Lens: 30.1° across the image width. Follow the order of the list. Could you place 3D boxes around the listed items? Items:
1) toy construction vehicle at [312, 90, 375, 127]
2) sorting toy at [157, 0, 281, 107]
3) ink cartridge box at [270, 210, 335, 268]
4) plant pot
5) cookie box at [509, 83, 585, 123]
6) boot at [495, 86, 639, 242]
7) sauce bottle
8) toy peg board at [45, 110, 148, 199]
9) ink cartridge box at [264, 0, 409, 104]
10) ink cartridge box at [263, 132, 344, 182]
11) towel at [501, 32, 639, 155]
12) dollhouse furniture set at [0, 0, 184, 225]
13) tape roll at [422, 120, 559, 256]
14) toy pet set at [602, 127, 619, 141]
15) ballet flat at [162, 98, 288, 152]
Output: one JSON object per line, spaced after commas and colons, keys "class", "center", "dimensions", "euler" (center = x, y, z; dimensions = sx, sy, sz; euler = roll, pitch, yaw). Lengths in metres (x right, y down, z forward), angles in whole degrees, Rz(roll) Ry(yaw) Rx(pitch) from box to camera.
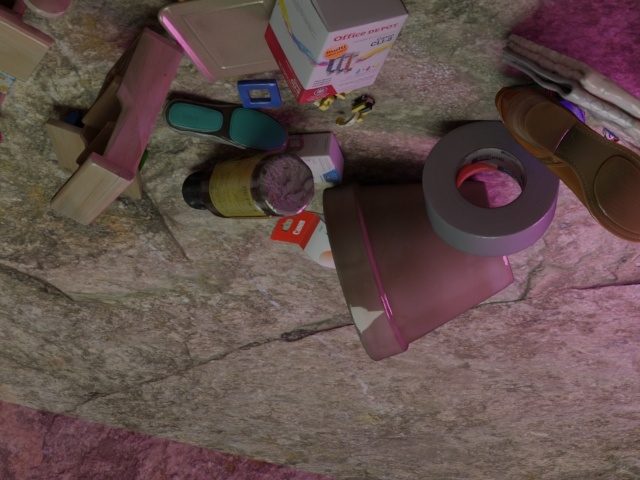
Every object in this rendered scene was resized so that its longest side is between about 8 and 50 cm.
{"class": "toy construction vehicle", "center": [0.038, -0.221, 1.917], "dimensions": [0.086, 0.035, 0.098], "euler": [28, 146, -34]}
{"class": "sorting toy", "center": [-0.116, -0.317, 1.763], "dimensions": [0.196, 0.047, 0.348], "euler": [-9, 149, 20]}
{"class": "ink cartridge box", "center": [0.000, 0.000, 2.338], "dimensions": [0.179, 0.045, 0.145], "euler": [10, 152, -11]}
{"class": "plant pot", "center": [0.182, 0.021, 2.108], "dimensions": [0.280, 0.323, 0.323], "euler": [-18, 148, 9]}
{"class": "cookie box", "center": [0.356, -0.206, 1.869], "dimensions": [0.107, 0.040, 0.092], "euler": [-5, 149, 19]}
{"class": "boot", "center": [0.370, -0.121, 1.742], "dimensions": [0.283, 0.109, 0.220], "euler": [35, -171, -12]}
{"class": "sauce bottle", "center": [-0.139, -0.091, 2.043], "dimensions": [0.111, 0.111, 0.344], "euler": [25, 168, -30]}
{"class": "toy peg board", "center": [-0.381, -0.167, 2.092], "dimensions": [0.160, 0.079, 0.161], "euler": [20, 153, 9]}
{"class": "ink cartridge box", "center": [0.019, -0.298, 1.634], "dimensions": [0.128, 0.127, 0.176], "euler": [-18, 160, -22]}
{"class": "ink cartridge box", "center": [-0.029, -0.141, 2.066], "dimensions": [0.122, 0.052, 0.088], "euler": [-1, 151, 18]}
{"class": "towel", "center": [0.419, -0.166, 1.640], "dimensions": [0.317, 0.053, 0.332], "euler": [30, -169, -16]}
{"class": "dollhouse furniture set", "center": [-0.432, -0.240, 1.691], "dimensions": [0.394, 0.256, 0.362], "euler": [29, 146, -20]}
{"class": "tape roll", "center": [0.275, -0.084, 1.926], "dimensions": [0.219, 0.219, 0.072], "euler": [2, 152, 8]}
{"class": "toy pet set", "center": [0.500, -0.172, 1.874], "dimensions": [0.122, 0.065, 0.114], "euler": [-13, 147, 31]}
{"class": "ballet flat", "center": [-0.159, -0.195, 1.996], "dimensions": [0.213, 0.072, 0.068], "euler": [12, 179, -9]}
